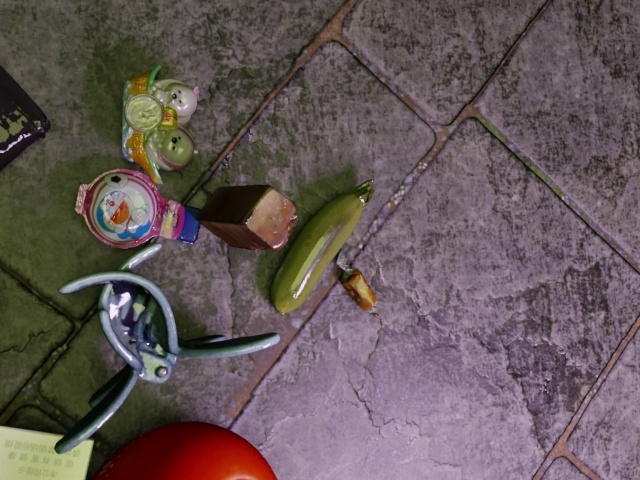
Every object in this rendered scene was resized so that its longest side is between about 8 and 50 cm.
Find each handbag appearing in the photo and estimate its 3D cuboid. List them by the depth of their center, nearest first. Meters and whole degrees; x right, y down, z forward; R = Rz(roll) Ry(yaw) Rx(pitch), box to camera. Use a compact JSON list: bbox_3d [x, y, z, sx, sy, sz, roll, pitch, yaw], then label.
[{"bbox_3d":[-0.646,-0.231,1.376,0.223,0.080,0.247,-44,101,-14],"label":"handbag"}]

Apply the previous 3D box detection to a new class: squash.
[{"bbox_3d":[0.000,0.000,1.563,0.094,0.094,0.341,38,81,-12],"label":"squash"}]

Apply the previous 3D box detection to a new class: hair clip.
[{"bbox_3d":[-0.316,0.148,1.343,0.392,0.318,0.238,-26,94,-14],"label":"hair clip"}]

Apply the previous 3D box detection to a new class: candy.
[{"bbox_3d":[0.078,0.100,1.602,0.046,0.053,0.182,-33,96,-8],"label":"candy"}]

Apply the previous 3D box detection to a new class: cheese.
[{"bbox_3d":[-0.344,-0.053,1.472,0.244,0.062,0.155,15,81,-27],"label":"cheese"}]

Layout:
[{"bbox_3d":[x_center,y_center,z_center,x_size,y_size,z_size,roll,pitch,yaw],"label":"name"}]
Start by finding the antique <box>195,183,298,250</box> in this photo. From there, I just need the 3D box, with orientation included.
[{"bbox_3d":[-0.133,-0.040,1.401,0.093,0.310,0.087,40,77,-20],"label":"antique"}]

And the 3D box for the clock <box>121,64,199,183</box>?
[{"bbox_3d":[-0.305,-0.223,1.468,0.144,0.103,0.230,2,86,-9],"label":"clock"}]

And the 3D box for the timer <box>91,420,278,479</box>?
[{"bbox_3d":[-0.228,0.508,1.338,0.378,0.279,0.377,28,50,-39],"label":"timer"}]

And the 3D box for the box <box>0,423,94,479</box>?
[{"bbox_3d":[-0.500,0.457,1.317,0.164,0.069,0.256,13,75,-15],"label":"box"}]
